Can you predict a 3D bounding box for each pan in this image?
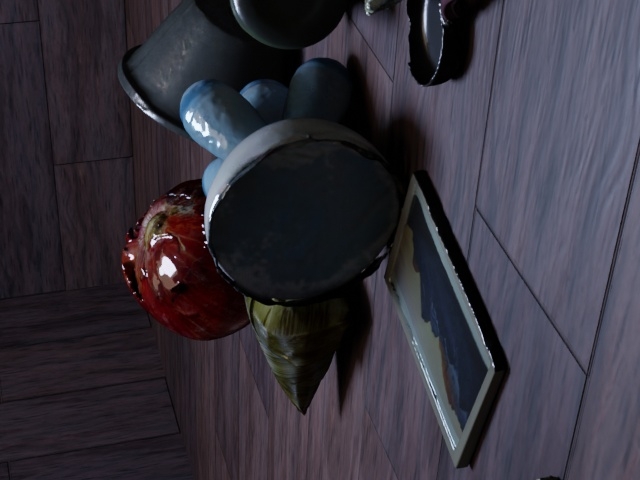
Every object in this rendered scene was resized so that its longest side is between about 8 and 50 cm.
[{"bbox_3d":[0.115,-0.212,1.184,0.212,0.040,0.114,144,118,-82],"label":"pan"}]

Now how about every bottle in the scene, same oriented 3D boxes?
[{"bbox_3d":[-0.031,-0.306,1.499,0.271,0.143,0.156,-94,9,-72],"label":"bottle"}]

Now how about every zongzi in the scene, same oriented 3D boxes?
[{"bbox_3d":[-0.044,0.075,1.798,0.300,0.138,0.286,91,168,-52],"label":"zongzi"}]

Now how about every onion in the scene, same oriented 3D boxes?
[{"bbox_3d":[-0.187,0.028,2.084,0.276,0.276,0.276,172,90,-76],"label":"onion"}]

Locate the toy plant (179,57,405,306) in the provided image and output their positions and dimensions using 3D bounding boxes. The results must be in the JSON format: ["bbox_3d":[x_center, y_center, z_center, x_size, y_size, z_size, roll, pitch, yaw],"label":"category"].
[{"bbox_3d":[-0.049,-0.102,1.540,0.332,0.247,0.247,-113,21,-53],"label":"toy plant"}]

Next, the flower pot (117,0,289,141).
[{"bbox_3d":[-0.147,-0.269,1.861,0.166,0.269,0.269,-63,31,29],"label":"flower pot"}]

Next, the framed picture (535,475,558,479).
[{"bbox_3d":[0.214,0.399,1.165,0.240,0.020,0.324,116,144,-64],"label":"framed picture"}]

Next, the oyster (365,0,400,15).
[{"bbox_3d":[0.067,-0.284,1.264,0.037,0.098,0.100,-11,102,53],"label":"oyster"}]

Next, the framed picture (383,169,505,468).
[{"bbox_3d":[0.127,0.081,1.347,0.192,0.018,0.265,101,157,-48],"label":"framed picture"}]
